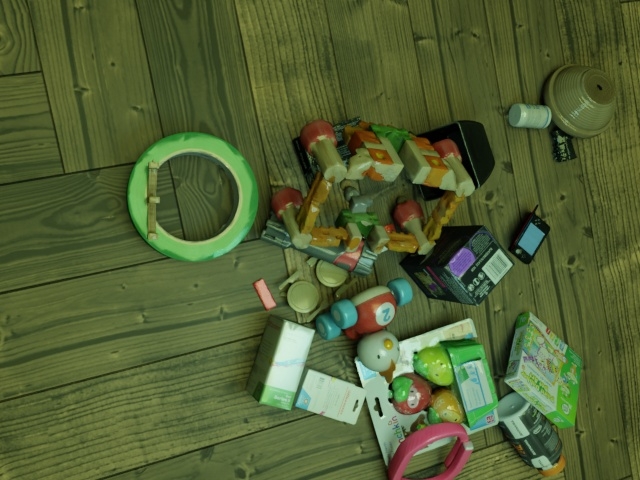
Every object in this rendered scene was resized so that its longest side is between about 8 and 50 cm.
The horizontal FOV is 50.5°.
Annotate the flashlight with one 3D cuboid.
[{"bbox_3d":[0.000,0.000,1.790,0.304,0.103,0.103,23,102,-7],"label":"flashlight"}]

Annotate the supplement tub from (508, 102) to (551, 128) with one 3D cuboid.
[{"bbox_3d":[0.624,-0.370,2.021,0.107,0.071,0.071,1,90,-20],"label":"supplement tub"}]

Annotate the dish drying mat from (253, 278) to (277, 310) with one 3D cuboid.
[{"bbox_3d":[-0.148,0.144,1.800,0.032,0.008,0.083,-29,100,-15],"label":"dish drying mat"}]

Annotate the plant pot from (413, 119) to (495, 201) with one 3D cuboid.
[{"bbox_3d":[0.374,-0.235,1.879,0.167,0.187,0.188,-27,100,-43],"label":"plant pot"}]

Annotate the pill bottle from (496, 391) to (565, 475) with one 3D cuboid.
[{"bbox_3d":[0.623,0.575,1.998,0.130,0.130,0.246,-38,101,-14],"label":"pill bottle"}]

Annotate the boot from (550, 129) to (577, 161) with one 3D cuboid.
[{"bbox_3d":[0.766,-0.298,2.083,0.121,0.045,0.099,-17,95,-12],"label":"boot"}]

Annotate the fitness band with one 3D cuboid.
[{"bbox_3d":[0.296,0.598,1.845,0.209,0.054,0.291,-3,132,-18],"label":"fitness band"}]

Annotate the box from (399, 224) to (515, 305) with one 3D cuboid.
[{"bbox_3d":[0.362,0.063,1.831,0.165,0.270,0.143,-45,103,-13],"label":"box"}]

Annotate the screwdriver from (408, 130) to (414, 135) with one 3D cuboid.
[{"bbox_3d":[0.292,-0.239,1.941,0.025,0.024,0.170,-27,108,13],"label":"screwdriver"}]

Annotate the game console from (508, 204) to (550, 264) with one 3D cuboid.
[{"bbox_3d":[0.631,-0.015,2.019,0.124,0.085,0.144,37,80,-15],"label":"game console"}]

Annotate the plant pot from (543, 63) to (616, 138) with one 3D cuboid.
[{"bbox_3d":[0.799,-0.435,2.031,0.237,0.110,0.237,4,74,-16],"label":"plant pot"}]

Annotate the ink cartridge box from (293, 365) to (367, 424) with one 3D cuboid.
[{"bbox_3d":[0.022,0.418,1.830,0.181,0.061,0.104,23,84,-17],"label":"ink cartridge box"}]

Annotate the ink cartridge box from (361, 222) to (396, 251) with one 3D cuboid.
[{"bbox_3d":[0.168,-0.002,1.893,0.115,0.029,0.063,-22,97,-17],"label":"ink cartridge box"}]

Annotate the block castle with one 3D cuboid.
[{"bbox_3d":[0.128,-0.138,1.711,0.453,0.213,0.303,4,133,-27],"label":"block castle"}]

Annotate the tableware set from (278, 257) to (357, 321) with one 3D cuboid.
[{"bbox_3d":[-0.011,0.119,1.829,0.194,0.039,0.128,-40,87,-20],"label":"tableware set"}]

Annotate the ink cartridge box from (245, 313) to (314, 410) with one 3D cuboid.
[{"bbox_3d":[-0.104,0.307,1.738,0.093,0.154,0.212,17,85,-18],"label":"ink cartridge box"}]

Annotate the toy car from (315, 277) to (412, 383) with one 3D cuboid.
[{"bbox_3d":[0.148,0.252,1.766,0.219,0.210,0.238,-19,75,-28],"label":"toy car"}]

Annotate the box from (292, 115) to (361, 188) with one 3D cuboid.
[{"bbox_3d":[0.037,-0.234,1.821,0.180,0.077,0.147,-22,98,-17],"label":"box"}]

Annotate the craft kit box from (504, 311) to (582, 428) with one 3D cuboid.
[{"bbox_3d":[0.657,0.378,1.989,0.250,0.061,0.247,40,50,-15],"label":"craft kit box"}]

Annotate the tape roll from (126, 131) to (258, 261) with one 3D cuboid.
[{"bbox_3d":[-0.321,-0.107,1.704,0.321,0.077,0.321,0,91,-19],"label":"tape roll"}]

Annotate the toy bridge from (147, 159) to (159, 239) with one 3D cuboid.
[{"bbox_3d":[-0.396,-0.096,1.604,0.026,0.063,0.188,1,92,-19],"label":"toy bridge"}]

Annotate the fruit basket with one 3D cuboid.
[{"bbox_3d":[0.304,0.420,1.875,0.353,0.165,0.327,-17,96,-14],"label":"fruit basket"}]
